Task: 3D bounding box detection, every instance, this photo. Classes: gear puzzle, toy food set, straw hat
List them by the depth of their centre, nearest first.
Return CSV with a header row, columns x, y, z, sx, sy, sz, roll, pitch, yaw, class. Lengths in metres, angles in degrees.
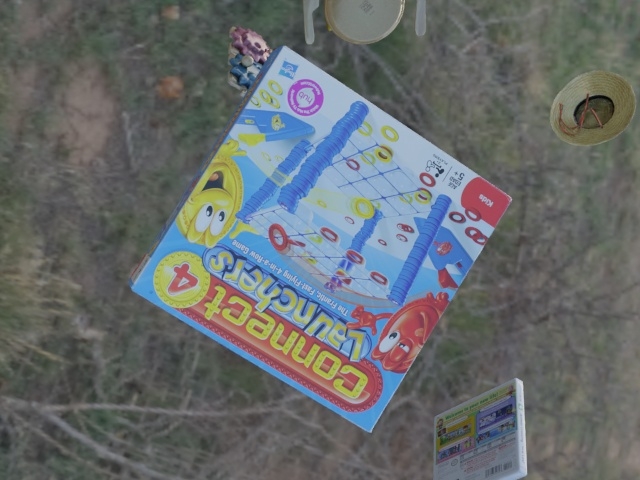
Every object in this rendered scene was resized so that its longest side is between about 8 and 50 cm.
x,y,z,sx,sy,sz,roll,pitch,yaw,class
0.065,-0.358,1.592,0.038,0.192,0.132,-109,-163,-59,toy food set
0.465,-0.212,1.806,0.061,0.144,0.144,36,69,-58,straw hat
-0.018,-0.266,1.924,0.339,0.044,0.175,27,40,-27,gear puzzle

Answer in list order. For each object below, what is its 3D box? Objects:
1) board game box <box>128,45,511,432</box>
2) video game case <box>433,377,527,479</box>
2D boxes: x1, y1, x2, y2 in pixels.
x,y,z,sx,sy,sz,roll,pitch,yaw,class
0.000,0.000,1.167,0.308,0.086,0.302,32,87,-11,board game box
0.289,0.374,1.960,0.023,0.212,0.193,31,44,-27,video game case
